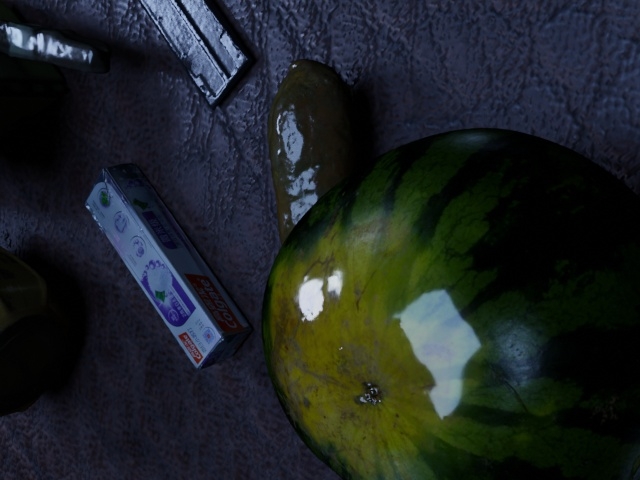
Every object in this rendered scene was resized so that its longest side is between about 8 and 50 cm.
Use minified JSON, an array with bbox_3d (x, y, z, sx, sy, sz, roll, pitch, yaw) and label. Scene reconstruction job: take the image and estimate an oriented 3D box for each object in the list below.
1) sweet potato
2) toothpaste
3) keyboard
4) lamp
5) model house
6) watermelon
[{"bbox_3d":[0.000,0.000,0.898,0.075,0.075,0.274,4,101,37],"label":"sweet potato"},{"bbox_3d":[-0.134,0.020,1.018,0.196,0.040,0.047,52,126,22],"label":"toothpaste"},{"bbox_3d":[-0.124,-0.205,1.005,0.063,0.010,0.198,-47,67,33],"label":"keyboard"},{"bbox_3d":[-0.336,0.076,1.109,0.185,0.161,0.161,31,112,31],"label":"lamp"},{"bbox_3d":[-0.315,-0.111,1.060,0.278,0.205,0.219,16,105,28],"label":"model house"},{"bbox_3d":[0.096,0.059,0.717,0.269,0.269,0.269,4,97,37],"label":"watermelon"}]
